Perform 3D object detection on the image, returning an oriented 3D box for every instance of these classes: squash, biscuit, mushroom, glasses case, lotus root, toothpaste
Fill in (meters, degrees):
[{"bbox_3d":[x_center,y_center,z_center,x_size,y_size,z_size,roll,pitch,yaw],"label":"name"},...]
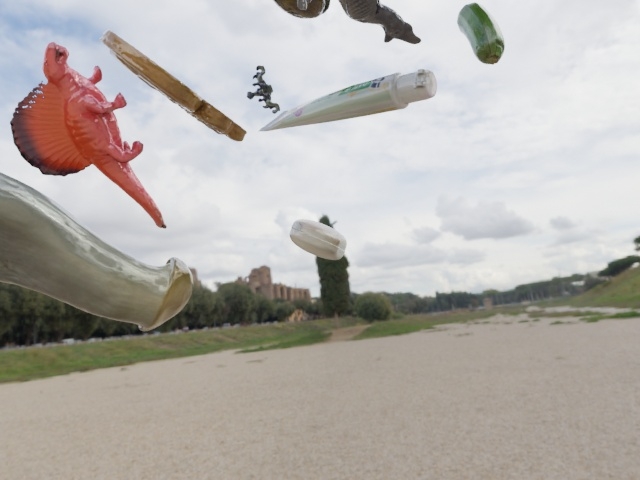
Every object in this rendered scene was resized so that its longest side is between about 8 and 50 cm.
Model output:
[{"bbox_3d":[0.357,-0.470,1.104,0.068,0.219,0.077,-10,-43,2],"label":"squash"},{"bbox_3d":[-0.253,-0.263,0.873,0.202,0.044,0.289,40,4,40],"label":"biscuit"},{"bbox_3d":[-0.314,0.020,0.596,0.329,0.122,0.159,26,-16,-21],"label":"mushroom"},{"bbox_3d":[0.000,0.000,0.799,0.081,0.051,0.204,21,-1,6],"label":"glasses case"},{"bbox_3d":[-0.057,-0.576,1.116,0.120,0.120,0.209,-14,-16,37],"label":"lotus root"},{"bbox_3d":[0.032,-0.211,0.771,0.314,0.056,0.058,0,-7,40],"label":"toothpaste"}]

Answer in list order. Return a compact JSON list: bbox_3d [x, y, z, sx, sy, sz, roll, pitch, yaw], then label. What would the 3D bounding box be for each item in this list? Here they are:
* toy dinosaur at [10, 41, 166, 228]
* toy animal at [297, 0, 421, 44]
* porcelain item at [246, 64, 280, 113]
[{"bbox_3d":[-0.315,-0.112,0.661,0.139,0.286,0.070,-32,33,-30],"label":"toy dinosaur"},{"bbox_3d":[0.046,-0.495,0.938,0.206,0.081,0.367,-2,-25,26],"label":"toy animal"},{"bbox_3d":[-0.167,-0.405,1.349,0.075,0.136,0.021,-23,6,-12],"label":"porcelain item"}]
